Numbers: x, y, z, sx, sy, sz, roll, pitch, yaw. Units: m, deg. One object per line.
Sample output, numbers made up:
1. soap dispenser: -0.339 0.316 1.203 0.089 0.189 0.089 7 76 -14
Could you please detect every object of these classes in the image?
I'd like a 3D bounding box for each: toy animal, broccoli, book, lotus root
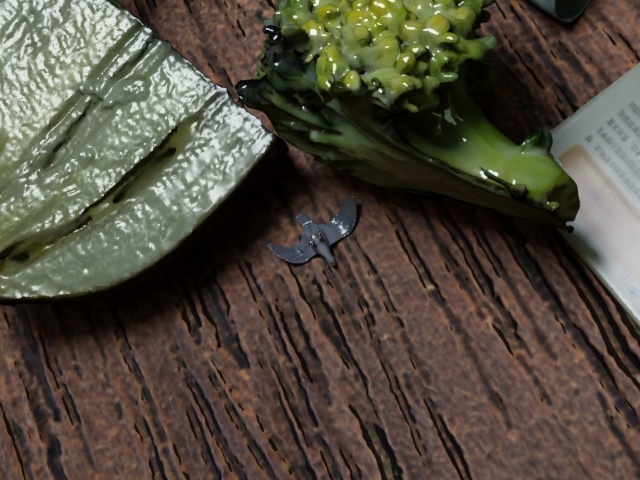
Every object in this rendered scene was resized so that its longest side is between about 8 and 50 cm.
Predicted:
1. toy animal: -0.001 0.000 0.994 0.084 0.028 0.050 -30 55 10
2. broccoli: 0.088 -0.132 0.888 0.273 0.242 0.180 19 80 23
3. book: 0.317 -0.074 0.901 0.295 0.020 0.208 -37 62 5
4. lotus root: -0.200 -0.062 1.036 0.267 0.149 0.260 40 93 10

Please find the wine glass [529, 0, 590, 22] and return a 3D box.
1. wine glass: 0.157 -0.246 0.998 0.155 0.073 0.073 34 86 27
